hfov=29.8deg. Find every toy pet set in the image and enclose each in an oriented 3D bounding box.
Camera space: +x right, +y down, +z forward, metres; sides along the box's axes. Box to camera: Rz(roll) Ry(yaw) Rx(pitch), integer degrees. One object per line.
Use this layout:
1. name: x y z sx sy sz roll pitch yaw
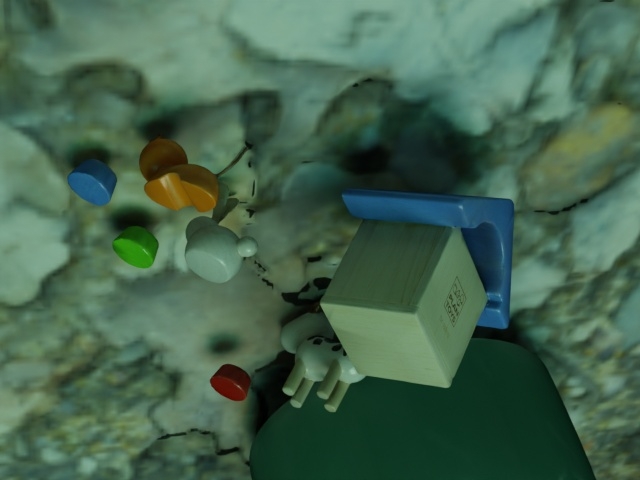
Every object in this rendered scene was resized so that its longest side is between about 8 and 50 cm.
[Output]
1. toy pet set: 0.000 0.000 0.404 0.114 0.065 0.122 5 141 31

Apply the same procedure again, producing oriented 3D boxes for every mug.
1. mug: 0.058 0.113 0.472 0.157 0.097 0.129 -4 142 -18
